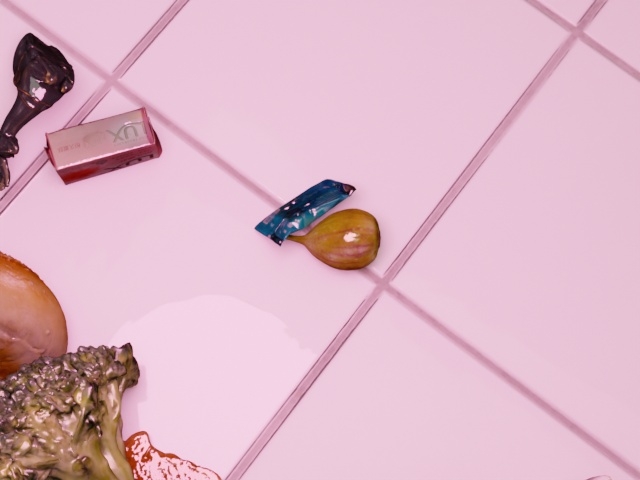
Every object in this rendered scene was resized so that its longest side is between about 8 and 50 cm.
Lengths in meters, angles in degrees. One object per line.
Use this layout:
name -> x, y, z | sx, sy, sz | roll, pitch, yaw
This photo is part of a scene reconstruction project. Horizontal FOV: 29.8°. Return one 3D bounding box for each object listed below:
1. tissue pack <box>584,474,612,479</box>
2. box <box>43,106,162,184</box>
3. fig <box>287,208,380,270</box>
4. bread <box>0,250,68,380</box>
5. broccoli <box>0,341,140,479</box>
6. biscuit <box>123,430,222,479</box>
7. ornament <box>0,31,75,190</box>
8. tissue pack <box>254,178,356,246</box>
tissue pack -> 0.333, 0.391, 1.596 | 0.149, 0.106, 0.099 | -30, 78, -10
box -> -0.305, -0.132, 1.695 | 0.156, 0.111, 0.060 | -16, 85, -6
fig -> 0.008, 0.009, 1.706 | 0.166, 0.093, 0.093 | -17, 75, 20
bread -> -0.499, 0.082, 1.580 | 0.314, 0.192, 0.171 | -1, 61, 0
broccoli -> -0.325, 0.267, 1.539 | 0.288, 0.248, 0.245 | -29, 95, -21
biscuit -> -0.263, 0.348, 1.608 | 0.280, 0.043, 0.183 | -4, 69, 1
ornament -> -0.448, -0.170, 1.704 | 0.080, 0.202, 0.236 | 32, 100, -31
tissue pack -> -0.023, -0.046, 1.704 | 0.138, 0.085, 0.028 | -33, 118, -15
